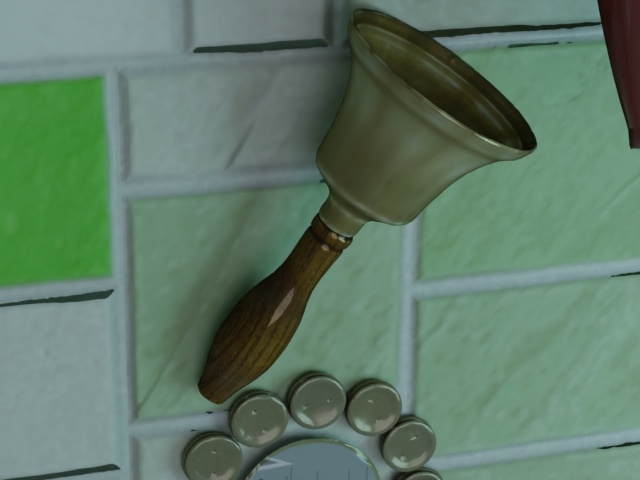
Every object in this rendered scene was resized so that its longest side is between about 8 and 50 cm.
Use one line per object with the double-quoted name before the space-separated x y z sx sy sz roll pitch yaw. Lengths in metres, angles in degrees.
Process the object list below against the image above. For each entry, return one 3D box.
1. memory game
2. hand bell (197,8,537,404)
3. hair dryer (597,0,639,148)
"memory game" -0.008 0.167 1.101 0.186 0.012 0.186 -7 114 -16
"hand bell" 0.000 0.000 1.002 0.126 0.126 0.242 27 113 -26
"hair dryer" 0.243 -0.173 0.963 0.223 0.080 0.293 39 76 -21
